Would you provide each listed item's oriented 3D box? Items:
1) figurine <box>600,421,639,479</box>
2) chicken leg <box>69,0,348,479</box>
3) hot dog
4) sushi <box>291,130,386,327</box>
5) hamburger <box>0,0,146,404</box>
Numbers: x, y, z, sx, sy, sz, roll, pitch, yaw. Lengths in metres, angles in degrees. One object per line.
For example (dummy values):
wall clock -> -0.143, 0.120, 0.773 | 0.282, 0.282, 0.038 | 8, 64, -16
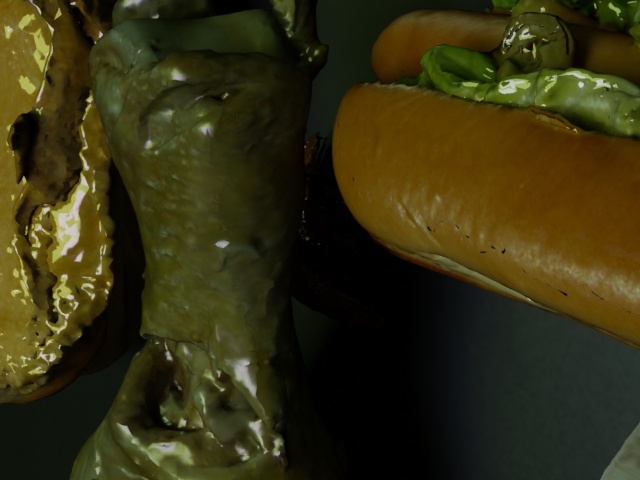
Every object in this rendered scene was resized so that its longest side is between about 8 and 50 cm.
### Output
figurine -> 0.189, 0.177, 0.306 | 0.316, 0.284, 0.206 | 16, 111, 33
chicken leg -> -0.052, 0.076, 0.596 | 0.201, 0.153, 0.429 | 25, 126, 35
hot dog -> 0.123, -0.024, 0.424 | 0.337, 0.135, 0.100 | 25, 140, 45
sushi -> 0.000, 0.000, 0.635 | 0.047, 0.050, 0.099 | -23, 91, 42
hamburger -> -0.175, -0.057, 0.733 | 0.319, 0.158, 0.318 | 11, 105, 46
